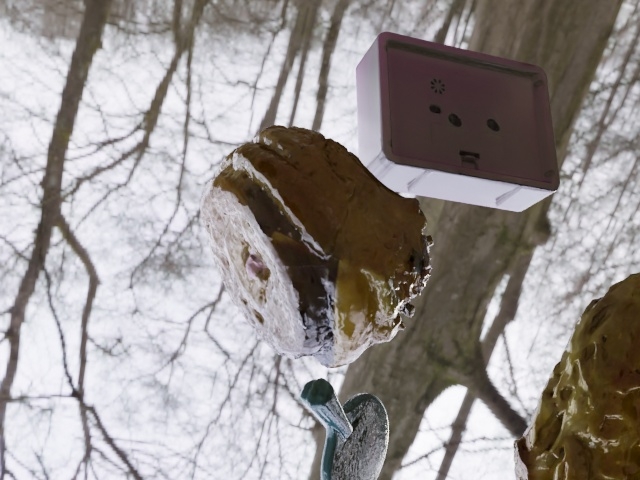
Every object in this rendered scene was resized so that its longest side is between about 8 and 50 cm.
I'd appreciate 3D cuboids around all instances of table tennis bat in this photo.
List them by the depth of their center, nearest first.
[{"bbox_3d":[0.025,0.204,0.904,0.033,0.201,0.124,10,-123,30],"label":"table tennis bat"}]

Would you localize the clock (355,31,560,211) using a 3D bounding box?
[{"bbox_3d":[0.136,-0.115,0.874,0.197,0.063,0.150,7,-113,-20],"label":"clock"}]

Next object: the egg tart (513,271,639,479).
[{"bbox_3d":[0.322,0.147,0.688,0.341,0.341,0.129,13,-169,-3],"label":"egg tart"}]

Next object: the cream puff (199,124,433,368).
[{"bbox_3d":[0.000,0.000,0.641,0.129,0.189,0.189,-30,-134,-26],"label":"cream puff"}]
